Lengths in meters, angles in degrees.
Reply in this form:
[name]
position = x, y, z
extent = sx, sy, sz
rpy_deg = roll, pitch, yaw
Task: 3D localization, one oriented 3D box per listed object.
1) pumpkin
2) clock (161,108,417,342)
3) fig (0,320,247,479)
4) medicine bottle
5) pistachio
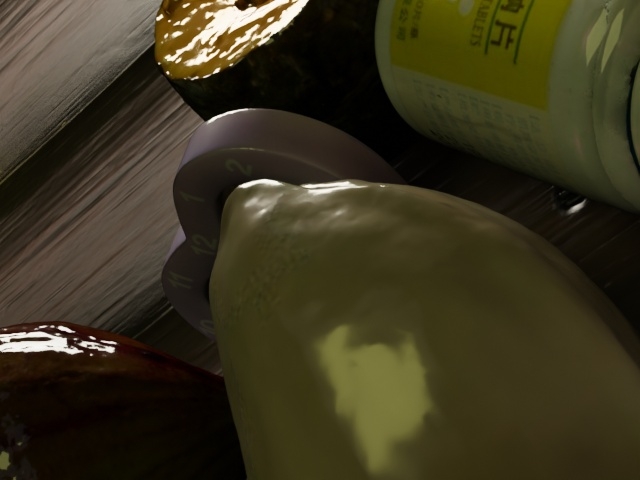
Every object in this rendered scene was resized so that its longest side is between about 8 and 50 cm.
[pumpkin]
position = 0.002, -0.186, 1.040
extent = 0.222, 0.139, 0.317
rpy_deg = -16, 52, 46
[clock]
position = 0.000, 0.000, 0.955
extent = 0.198, 0.172, 0.064
rpy_deg = 103, -175, -53
[fig]
position = -0.096, 0.138, 1.004
extent = 0.321, 0.217, 0.217
rpy_deg = -14, 55, 10
[medicine bottle]
position = 0.153, -0.089, 0.833
extent = 0.258, 0.143, 0.143
rpy_deg = 26, 91, 51
[pistachio]
position = 0.064, 0.106, 0.739
extent = 0.332, 0.208, 0.226
rpy_deg = 58, 143, 7
